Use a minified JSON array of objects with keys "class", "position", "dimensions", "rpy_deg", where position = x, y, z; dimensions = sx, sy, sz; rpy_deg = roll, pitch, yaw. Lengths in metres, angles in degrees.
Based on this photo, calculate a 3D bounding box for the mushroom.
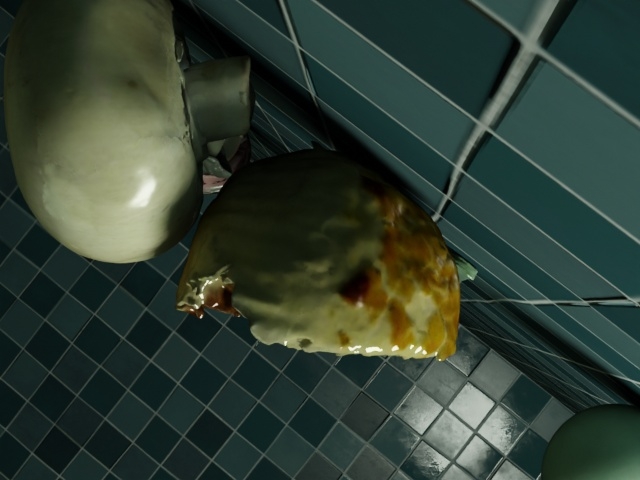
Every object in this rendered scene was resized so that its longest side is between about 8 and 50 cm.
[{"class":"mushroom","position":[-0.151,-0.107,0.702],"dimensions":[0.246,0.202,0.246],"rpy_deg":[167,90,-89]}]

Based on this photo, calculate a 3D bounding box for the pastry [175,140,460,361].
[{"class":"pastry","position":[0.006,0.001,0.739],"dimensions":[0.236,0.171,0.256],"rpy_deg":[6,-174,0]}]

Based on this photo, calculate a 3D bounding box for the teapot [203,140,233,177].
[{"class":"teapot","position":[-0.243,-0.137,1.211],"dimensions":[0.305,0.285,0.224],"rpy_deg":[-101,-10,-86]}]

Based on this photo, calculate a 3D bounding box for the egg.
[{"class":"egg","position":[0.333,0.268,0.954],"dimensions":[0.168,0.168,0.231],"rpy_deg":[38,-178,21]}]

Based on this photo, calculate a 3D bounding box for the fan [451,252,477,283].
[{"class":"fan","position":[0.164,0.036,1.010],"dimensions":[0.038,0.016,0.193],"rpy_deg":[41,179,9]}]

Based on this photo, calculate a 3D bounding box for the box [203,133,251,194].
[{"class":"box","position":[-0.187,-0.160,1.433],"dimensions":[0.151,0.151,0.135],"rpy_deg":[38,170,-5]}]
